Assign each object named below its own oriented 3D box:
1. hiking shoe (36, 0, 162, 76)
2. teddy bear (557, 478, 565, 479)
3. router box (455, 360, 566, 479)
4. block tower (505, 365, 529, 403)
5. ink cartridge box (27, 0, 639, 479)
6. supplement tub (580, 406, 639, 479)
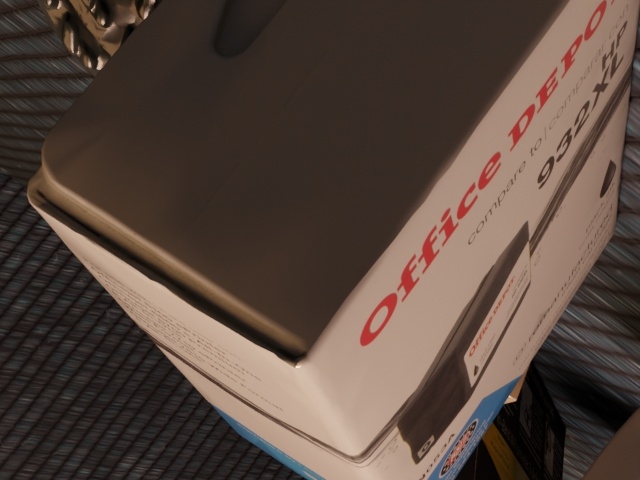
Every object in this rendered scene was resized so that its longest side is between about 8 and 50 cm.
[{"bbox_3d":[-0.076,-0.131,0.670,0.132,0.113,0.304,-87,-22,-56],"label":"hiking shoe"},{"bbox_3d":[0.310,0.269,0.909,0.338,0.113,0.245,24,-165,32],"label":"teddy bear"},{"bbox_3d":[0.134,0.214,1.004,0.081,0.243,0.309,-2,148,22],"label":"router box"},{"bbox_3d":[0.000,0.000,0.831,0.335,0.097,0.091,26,161,-7],"label":"block tower"},{"bbox_3d":[0.034,-0.013,0.544,0.129,0.223,0.307,31,165,22],"label":"ink cartridge box"},{"bbox_3d":[0.303,0.234,0.682,0.316,0.228,0.228,37,167,2],"label":"supplement tub"}]
